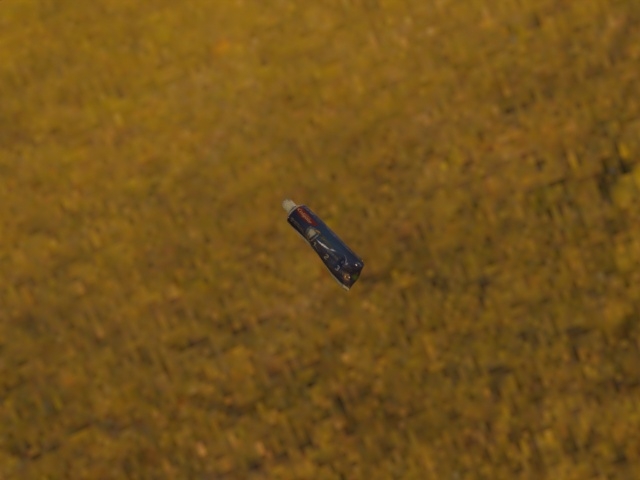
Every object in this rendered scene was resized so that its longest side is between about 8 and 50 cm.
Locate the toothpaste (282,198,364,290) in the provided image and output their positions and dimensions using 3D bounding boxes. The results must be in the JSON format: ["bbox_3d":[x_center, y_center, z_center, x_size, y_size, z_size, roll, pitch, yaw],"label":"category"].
[{"bbox_3d":[0.000,0.000,1.426,0.027,0.083,0.019,-51,-22,20],"label":"toothpaste"}]
